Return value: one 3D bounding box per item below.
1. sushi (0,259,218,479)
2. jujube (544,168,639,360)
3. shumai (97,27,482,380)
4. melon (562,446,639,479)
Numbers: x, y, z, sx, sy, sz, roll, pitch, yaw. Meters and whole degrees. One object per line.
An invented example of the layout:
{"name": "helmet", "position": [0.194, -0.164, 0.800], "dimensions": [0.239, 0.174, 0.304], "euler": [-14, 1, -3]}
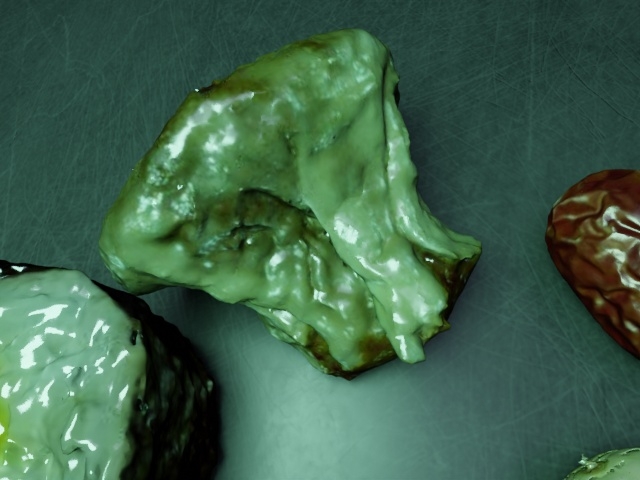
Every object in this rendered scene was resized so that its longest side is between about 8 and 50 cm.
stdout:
{"name": "sushi", "position": [-0.262, 0.187, 0.475], "dimensions": [0.281, 0.294, 0.299], "euler": [-18, 66, -3]}
{"name": "jujube", "position": [0.382, 0.032, 0.546], "dimensions": [0.174, 0.174, 0.250], "euler": [-29, 60, -7]}
{"name": "shumai", "position": [0.000, 0.000, 0.541], "dimensions": [0.397, 0.324, 0.323], "euler": [-40, 86, -10]}
{"name": "melon", "position": [0.329, 0.333, 0.396], "dimensions": [0.223, 0.223, 0.317], "euler": [-27, 65, -6]}
